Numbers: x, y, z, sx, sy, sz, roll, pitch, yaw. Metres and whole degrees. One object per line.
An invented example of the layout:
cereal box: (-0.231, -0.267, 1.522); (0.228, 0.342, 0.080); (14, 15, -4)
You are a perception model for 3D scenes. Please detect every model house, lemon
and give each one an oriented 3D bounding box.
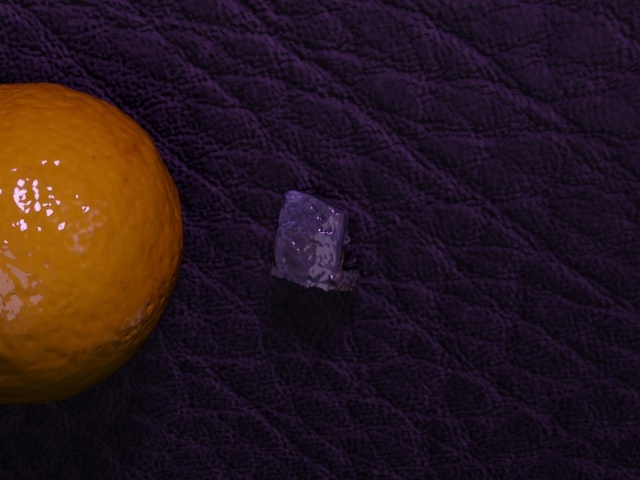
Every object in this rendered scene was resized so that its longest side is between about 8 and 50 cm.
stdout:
model house: (0.000, 0.000, 1.341); (0.079, 0.066, 0.083); (13, 98, 14)
lemon: (-0.250, 0.003, 1.255); (0.293, 0.293, 0.293); (3, 115, 7)
